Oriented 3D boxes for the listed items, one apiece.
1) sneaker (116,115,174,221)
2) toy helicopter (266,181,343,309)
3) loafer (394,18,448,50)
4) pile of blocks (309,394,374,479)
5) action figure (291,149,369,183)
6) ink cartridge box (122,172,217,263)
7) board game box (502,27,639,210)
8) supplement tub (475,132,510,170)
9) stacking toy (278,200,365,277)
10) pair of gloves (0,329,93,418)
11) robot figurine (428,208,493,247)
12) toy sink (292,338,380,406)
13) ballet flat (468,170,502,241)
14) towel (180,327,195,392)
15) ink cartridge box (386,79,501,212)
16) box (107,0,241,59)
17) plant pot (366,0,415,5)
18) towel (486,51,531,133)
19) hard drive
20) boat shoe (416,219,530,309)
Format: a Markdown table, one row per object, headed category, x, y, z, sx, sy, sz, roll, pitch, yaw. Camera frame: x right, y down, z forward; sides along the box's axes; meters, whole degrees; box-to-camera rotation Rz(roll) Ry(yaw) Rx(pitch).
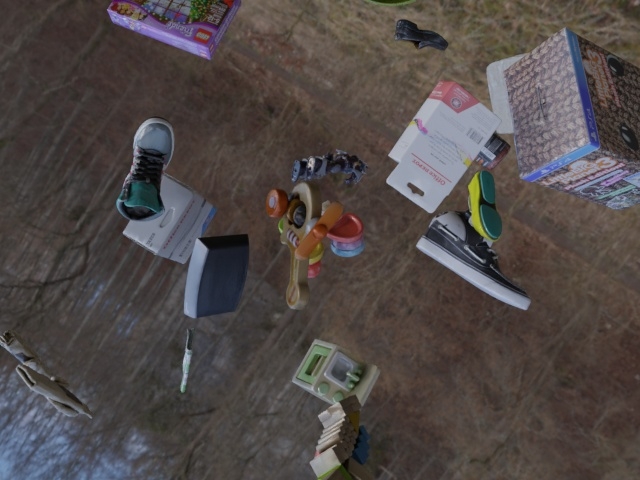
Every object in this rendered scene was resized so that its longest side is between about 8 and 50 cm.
| category | x | y | z | sx | sy | sz | roll | pitch | yaw |
| --- | --- | --- | --- | --- | --- | --- | --- | --- | --- |
| sneaker | -0.453 | -0.160 | 1.474 | 0.124 | 0.295 | 0.178 | 9 | -140 | -25 |
| toy helicopter | -0.043 | 0.013 | 1.562 | 0.140 | 0.355 | 0.235 | 6 | 175 | -33 |
| loafer | 0.295 | -0.589 | 1.674 | 0.170 | 0.061 | 0.062 | 17 | -179 | -11 |
| pile of blocks | 0.043 | 0.547 | 1.396 | 0.149 | 0.112 | 0.362 | 42 | -151 | -12 |
| action figure | 0.041 | -0.249 | 1.926 | 0.285 | 0.099 | 0.185 | -12 | -158 | -42 |
| ink cartridge box | -0.467 | -0.063 | 1.806 | 0.129 | 0.223 | 0.307 | 30 | 174 | 5 |
| board game box | 0.503 | -0.210 | 1.045 | 0.291 | 0.232 | 0.141 | 11 | 156 | -29 |
| supplement tub | 0.499 | -0.322 | 1.809 | 0.198 | 0.106 | 0.106 | 41 | -169 | 4 |
| stacking toy | 0.000 | 0.000 | 2.157 | 0.309 | 0.130 | 0.279 | -23 | -138 | -20 |
| pair of gloves | -0.597 | 0.283 | 1.220 | 0.240 | 0.042 | 0.204 | 29 | 153 | 37 |
| robot figurine | 0.537 | -0.030 | 2.142 | 0.278 | 0.209 | 0.173 | -1 | -167 | -30 |
| toy sink | 0.038 | 0.392 | 1.661 | 0.131 | 0.152 | 0.234 | 36 | 164 | -20 |
| ballet flat | 0.414 | -0.077 | 1.456 | 0.077 | 0.077 | 0.231 | 23 | -130 | -21 |
| towel | -0.384 | 0.341 | 1.628 | 0.023 | 0.152 | 0.113 | 10 | -155 | -12 |
| ink cartridge box | 0.201 | -0.160 | 0.982 | 0.115 | 0.198 | 0.067 | 33 | -172 | -20 |
| box | -0.386 | -0.625 | 1.520 | 0.293 | 0.201 | 0.057 | 22 | 163 | 4 |
| plant pot | 0.224 | -0.994 | 1.763 | 0.366 | 0.366 | 0.353 | 26 | -132 | -28 |
| towel | 0.481 | -0.340 | 1.331 | 0.282 | 0.049 | 0.187 | -134 | 28 | -73 |
| hard drive | -0.287 | 0.105 | 1.598 | 0.172 | 0.254 | 0.054 | -5 | -146 | -36 |
| boat shoe | 0.379 | 0.051 | 1.363 | 0.301 | 0.102 | 0.108 | 35 | -179 | 28 |
